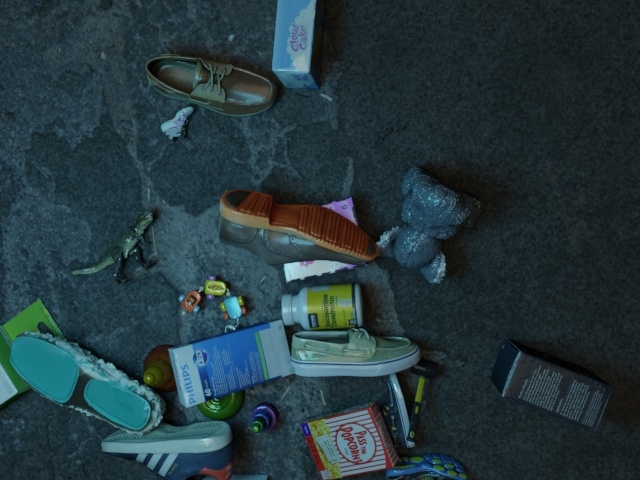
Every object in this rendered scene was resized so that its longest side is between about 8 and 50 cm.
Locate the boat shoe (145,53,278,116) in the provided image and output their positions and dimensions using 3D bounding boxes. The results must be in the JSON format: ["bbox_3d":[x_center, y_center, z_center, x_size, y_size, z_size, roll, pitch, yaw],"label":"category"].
[{"bbox_3d":[-0.265,-0.372,1.381,0.325,0.116,0.123,9,91,6],"label":"boat shoe"}]

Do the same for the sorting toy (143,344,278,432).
[{"bbox_3d":[-0.280,0.370,1.383,0.366,0.126,0.127,24,93,7],"label":"sorting toy"}]

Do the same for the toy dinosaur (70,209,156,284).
[{"bbox_3d":[-0.488,0.040,1.441,0.268,0.064,0.118,-39,80,8],"label":"toy dinosaur"}]

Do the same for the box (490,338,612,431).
[{"bbox_3d":[0.500,0.313,1.280,0.207,0.153,0.108,20,93,7],"label":"box"}]

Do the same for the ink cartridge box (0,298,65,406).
[{"bbox_3d":[-0.781,0.293,1.455,0.255,0.097,0.188,-34,87,6],"label":"ink cartridge box"}]

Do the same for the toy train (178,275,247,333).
[{"bbox_3d":[-0.256,0.157,1.421,0.166,0.046,0.125,32,95,8],"label":"toy train"}]

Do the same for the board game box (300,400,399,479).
[{"bbox_3d":[0.067,0.469,1.355,0.194,0.045,0.146,-23,88,25],"label":"board game box"}]

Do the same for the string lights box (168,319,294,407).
[{"bbox_3d":[-0.203,0.278,1.337,0.260,0.077,0.133,-12,88,-24],"label":"string lights box"}]

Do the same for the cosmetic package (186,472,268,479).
[{"bbox_3d":[-0.249,0.623,1.413,0.239,0.060,0.098,0,89,6],"label":"cosmetic package"}]

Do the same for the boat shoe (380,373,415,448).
[{"bbox_3d":[0.163,0.403,1.362,0.083,0.065,0.183,-13,89,7],"label":"boat shoe"}]

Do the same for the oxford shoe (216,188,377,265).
[{"bbox_3d":[-0.054,-0.004,1.305,0.364,0.130,0.132,18,125,0],"label":"oxford shoe"}]

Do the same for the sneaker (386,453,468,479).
[{"bbox_3d":[0.249,0.551,1.361,0.188,0.067,0.078,-2,111,5],"label":"sneaker"}]

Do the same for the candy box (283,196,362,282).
[{"bbox_3d":[0.000,0.000,1.375,0.196,0.070,0.164,-14,89,7],"label":"candy box"}]

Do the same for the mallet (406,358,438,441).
[{"bbox_3d":[0.216,0.362,1.335,0.062,0.039,0.189,21,67,6],"label":"mallet"}]

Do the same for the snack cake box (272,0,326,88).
[{"bbox_3d":[-0.044,-0.499,1.337,0.089,0.152,0.264,5,91,6],"label":"snack cake box"}]

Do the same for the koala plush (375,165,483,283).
[{"bbox_3d":[0.234,-0.029,1.302,0.196,0.203,0.221,30,105,6],"label":"koala plush"}]

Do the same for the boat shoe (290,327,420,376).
[{"bbox_3d":[0.080,0.251,1.330,0.303,0.109,0.094,-5,106,-3],"label":"boat shoe"}]

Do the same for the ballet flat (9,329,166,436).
[{"bbox_3d":[-0.556,0.347,1.411,0.409,0.147,0.147,27,93,8],"label":"ballet flat"}]

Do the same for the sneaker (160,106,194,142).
[{"bbox_3d":[-0.338,-0.279,1.432,0.098,0.038,0.069,-34,88,15],"label":"sneaker"}]

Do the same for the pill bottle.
[{"bbox_3d":[0.007,0.157,1.359,0.184,0.103,0.103,-5,90,7],"label":"pill bottle"}]

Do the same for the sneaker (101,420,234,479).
[{"bbox_3d":[-0.363,0.519,1.374,0.350,0.131,0.148,-6,98,23],"label":"sneaker"}]
